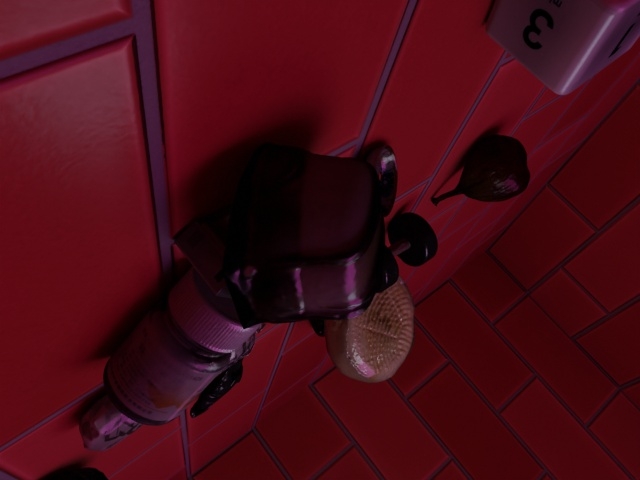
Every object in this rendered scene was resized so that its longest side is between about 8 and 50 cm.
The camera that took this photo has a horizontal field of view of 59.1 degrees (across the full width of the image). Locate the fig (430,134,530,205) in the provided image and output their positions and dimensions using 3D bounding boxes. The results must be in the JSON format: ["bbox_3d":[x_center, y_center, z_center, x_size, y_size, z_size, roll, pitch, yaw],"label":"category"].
[{"bbox_3d":[0.468,-0.164,1.614,0.190,0.191,0.290,-23,155,-45],"label":"fig"}]

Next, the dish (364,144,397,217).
[{"bbox_3d":[0.094,-0.117,1.107,0.141,0.078,0.141,-21,113,-62],"label":"dish"}]

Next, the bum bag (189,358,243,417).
[{"bbox_3d":[-0.286,0.403,1.577,0.137,0.074,0.310,-42,175,-43],"label":"bum bag"}]

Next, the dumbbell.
[{"bbox_3d":[0.199,0.031,1.550,0.218,0.152,0.152,-30,160,-30],"label":"dumbbell"}]

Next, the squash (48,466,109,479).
[{"bbox_3d":[-0.618,0.660,1.353,0.252,0.165,0.252,-36,166,-11],"label":"squash"}]

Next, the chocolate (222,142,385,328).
[{"bbox_3d":[0.000,0.000,0.814,0.283,0.186,0.284,10,90,-74],"label":"chocolate"}]

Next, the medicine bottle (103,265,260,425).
[{"bbox_3d":[-0.236,0.177,0.970,0.273,0.165,0.165,-47,162,21],"label":"medicine bottle"}]

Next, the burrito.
[{"bbox_3d":[-0.305,0.283,1.196,0.445,0.101,0.139,-32,150,-19],"label":"burrito"}]

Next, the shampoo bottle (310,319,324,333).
[{"bbox_3d":[0.002,0.275,1.889,0.067,0.068,0.236,-33,164,-7],"label":"shampoo bottle"}]

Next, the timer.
[{"bbox_3d":[0.413,-0.389,0.894,0.194,0.192,0.195,-36,162,-15],"label":"timer"}]

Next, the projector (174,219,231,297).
[{"bbox_3d":[-0.144,0.030,0.883,0.061,0.115,0.147,-45,163,6],"label":"projector"}]

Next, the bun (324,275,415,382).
[{"bbox_3d":[0.133,0.259,1.790,0.202,0.364,0.364,-4,-166,45],"label":"bun"}]
